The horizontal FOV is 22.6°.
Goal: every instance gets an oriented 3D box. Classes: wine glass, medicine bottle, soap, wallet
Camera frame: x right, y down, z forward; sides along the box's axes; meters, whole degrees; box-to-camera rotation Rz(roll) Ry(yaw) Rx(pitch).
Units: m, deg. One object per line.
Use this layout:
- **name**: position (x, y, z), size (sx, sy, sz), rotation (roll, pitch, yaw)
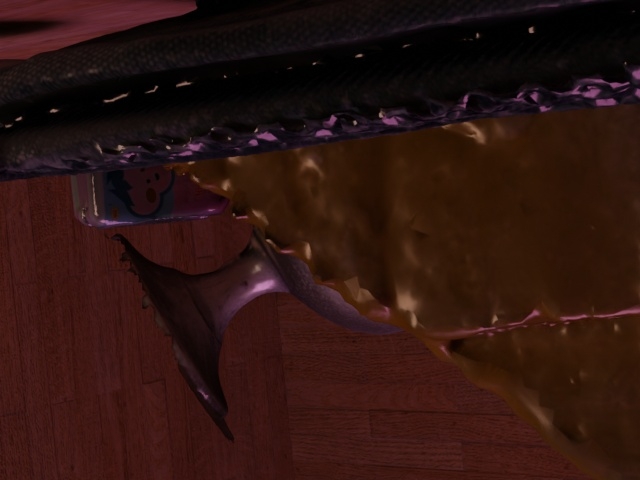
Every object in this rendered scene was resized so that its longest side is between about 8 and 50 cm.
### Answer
- **wine glass**: position (0.000, 0.000, 1.403), size (0.323, 0.238, 0.238), rotation (-30, -177, 0)
- **medicine bottle**: position (-0.135, -0.077, 1.499), size (0.188, 0.119, 0.094), rotation (-6, -177, -20)
- **soap**: position (0.048, 0.022, 0.887), size (0.338, 0.305, 0.169), rotation (-4, 179, 27)
- **wallet**: position (0.052, -0.084, 0.621), size (0.342, 0.075, 0.237), rotation (-7, -172, 31)

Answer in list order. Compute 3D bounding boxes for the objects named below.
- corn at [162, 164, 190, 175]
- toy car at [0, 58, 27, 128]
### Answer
- **corn**: position (-0.090, -0.095, 1.261), size (0.080, 0.080, 0.231), rotation (-6, 180, -15)
- **toy car**: position (-0.217, -0.061, 0.755), size (0.224, 0.076, 0.090), rotation (-19, -171, -42)
